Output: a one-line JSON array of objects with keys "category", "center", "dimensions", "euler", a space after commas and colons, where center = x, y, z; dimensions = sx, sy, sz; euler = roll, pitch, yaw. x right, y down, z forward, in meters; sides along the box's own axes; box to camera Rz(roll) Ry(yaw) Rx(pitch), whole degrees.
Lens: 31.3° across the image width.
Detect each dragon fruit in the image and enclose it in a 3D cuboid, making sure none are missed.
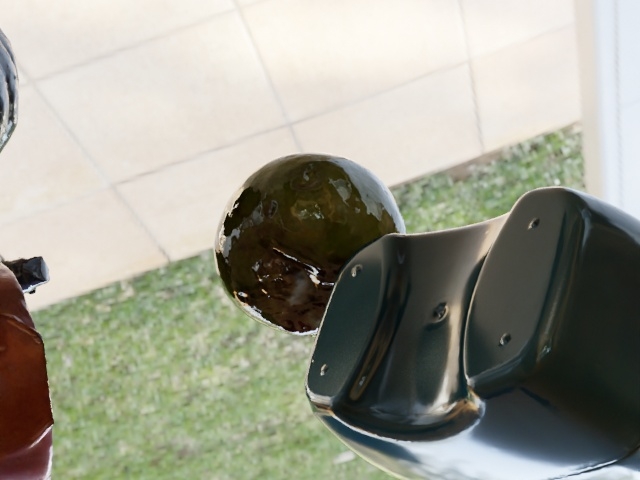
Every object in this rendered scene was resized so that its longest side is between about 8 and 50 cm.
[{"category": "dragon fruit", "center": [-0.405, 0.173, 1.246], "dimensions": [0.189, 0.291, 0.291], "euler": [-14, 153, -25]}]

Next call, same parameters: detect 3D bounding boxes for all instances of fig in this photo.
[{"category": "fig", "center": [0.000, 0.000, 1.077], "dimensions": [0.181, 0.181, 0.191], "euler": [-34, 180, 29]}]

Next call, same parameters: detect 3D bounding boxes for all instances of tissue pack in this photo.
[{"category": "tissue pack", "center": [0.146, 0.093, 0.858], "dimensions": [0.206, 0.198, 0.287], "euler": [35, 148, -25]}]

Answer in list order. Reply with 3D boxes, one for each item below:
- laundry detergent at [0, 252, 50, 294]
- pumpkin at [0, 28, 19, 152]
[{"category": "laundry detergent", "center": [-0.510, 0.085, 1.557], "dimensions": [0.280, 0.215, 0.105], "euler": [-14, 108, 7]}, {"category": "pumpkin", "center": [-0.473, -0.183, 1.150], "dimensions": [0.266, 0.363, 0.363], "euler": [-37, 147, 12]}]
